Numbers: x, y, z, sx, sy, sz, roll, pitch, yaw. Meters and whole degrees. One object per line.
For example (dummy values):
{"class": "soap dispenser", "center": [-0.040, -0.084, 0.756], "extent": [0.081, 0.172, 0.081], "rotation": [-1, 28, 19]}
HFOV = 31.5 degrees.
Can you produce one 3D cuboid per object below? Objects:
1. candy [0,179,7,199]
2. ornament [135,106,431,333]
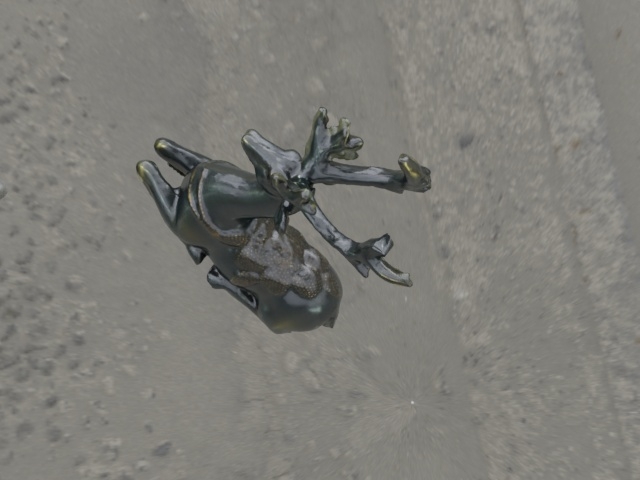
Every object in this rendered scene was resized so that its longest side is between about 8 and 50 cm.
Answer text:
{"class": "candy", "center": [-0.374, -0.025, 0.976], "extent": [0.137, 0.185, 0.195], "rotation": [42, 80, -20]}
{"class": "ornament", "center": [0.000, 0.000, 0.776], "extent": [0.202, 0.236, 0.080], "rotation": [48, 60, -27]}
